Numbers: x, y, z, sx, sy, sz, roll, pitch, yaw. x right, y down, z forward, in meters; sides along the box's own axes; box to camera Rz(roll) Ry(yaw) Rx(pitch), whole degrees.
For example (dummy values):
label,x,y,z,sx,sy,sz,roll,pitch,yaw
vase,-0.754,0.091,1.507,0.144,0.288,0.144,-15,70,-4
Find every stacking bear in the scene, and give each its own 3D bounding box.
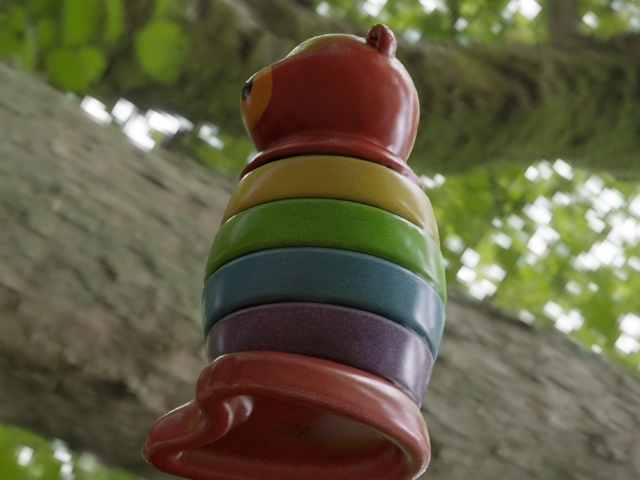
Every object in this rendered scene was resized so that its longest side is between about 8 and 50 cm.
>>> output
label,x,y,z,sx,sy,sz,roll,pitch,yaw
stacking bear,0.000,0.000,1.235,0.175,0.164,0.289,133,-33,-58
